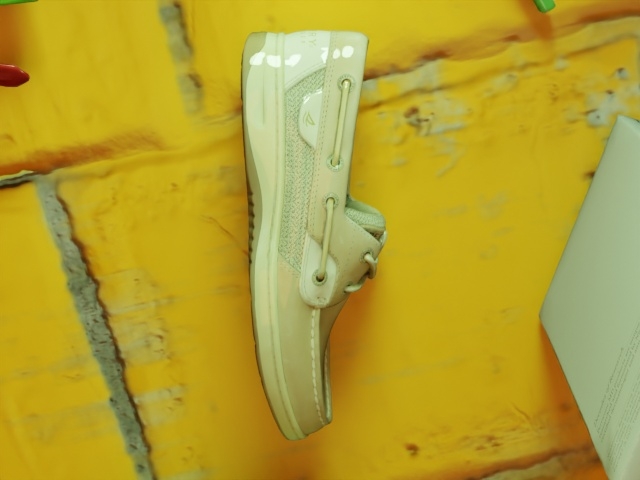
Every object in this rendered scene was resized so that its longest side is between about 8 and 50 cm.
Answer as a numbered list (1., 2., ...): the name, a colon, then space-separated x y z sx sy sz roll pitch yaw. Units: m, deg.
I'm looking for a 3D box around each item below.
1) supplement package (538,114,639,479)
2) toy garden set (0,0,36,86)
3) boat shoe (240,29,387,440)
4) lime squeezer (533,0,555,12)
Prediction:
1. supplement package: 0.272 0.048 0.836 0.177 0.293 0.175 16 106 -5
2. toy garden set: -0.319 -0.164 0.907 0.244 0.049 0.204 -6 105 1
3. boat shoe: 0.000 0.000 0.924 0.098 0.109 0.302 -2 101 2
4. lime squeezer: 0.126 -0.314 0.866 0.110 0.059 0.310 -4 107 -30
